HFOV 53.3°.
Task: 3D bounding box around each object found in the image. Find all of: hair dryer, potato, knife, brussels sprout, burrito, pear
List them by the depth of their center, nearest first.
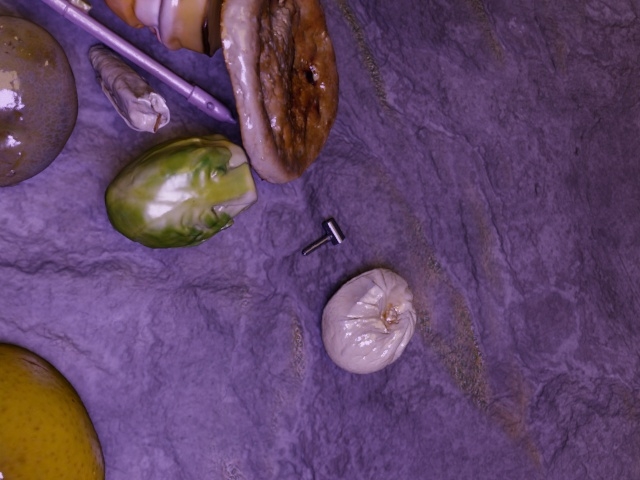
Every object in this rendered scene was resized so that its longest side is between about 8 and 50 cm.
[{"bbox_3d":[-0.454,0.291,0.779,0.386,0.191,0.340,29,73,-20],"label":"pear"},{"bbox_3d":[-0.429,-0.184,0.864,0.178,0.160,0.235,28,94,-2],"label":"potato"},{"bbox_3d":[-0.279,-0.216,0.924,0.060,0.226,0.087,-39,132,-7],"label":"burrito"},{"bbox_3d":[-0.205,-0.072,0.926,0.223,0.223,0.161,-26,83,-25],"label":"brussels sprout"},{"bbox_3d":[-0.294,-0.297,0.962,0.399,0.132,0.038,33,100,-24],"label":"knife"},{"bbox_3d":[0.000,0.000,1.115,0.083,0.026,0.047,-34,97,-17],"label":"hair dryer"}]

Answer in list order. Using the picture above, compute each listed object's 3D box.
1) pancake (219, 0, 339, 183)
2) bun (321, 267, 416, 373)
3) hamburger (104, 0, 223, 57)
[{"bbox_3d":[-0.054,-0.271,0.998,0.356,0.065,0.356,1,90,-67],"label":"pancake"},{"bbox_3d":[0.090,0.138,1.092,0.188,0.111,0.164,-36,97,-20],"label":"bun"},{"bbox_3d":[-0.221,-0.430,0.936,0.237,0.276,0.276,19,76,-2],"label":"hamburger"}]
